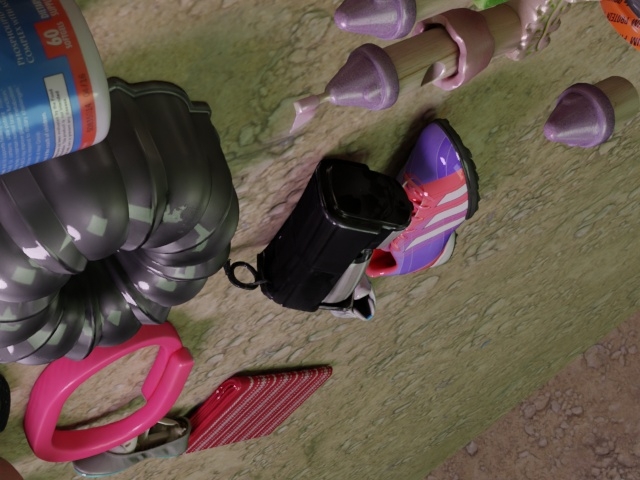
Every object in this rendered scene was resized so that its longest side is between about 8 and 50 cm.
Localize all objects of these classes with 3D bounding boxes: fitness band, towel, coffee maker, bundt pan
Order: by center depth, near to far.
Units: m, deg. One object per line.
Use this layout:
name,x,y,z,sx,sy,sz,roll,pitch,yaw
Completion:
bundt pan,-0.218,0.007,0.999,0.331,0.124,0.331,-26,157,-12
coffee maker,0.000,0.000,1.260,0.171,0.120,0.178,-14,150,-35
fitness band,-0.283,0.202,1.404,0.209,0.054,0.291,-13,150,-32
towel,-0.117,0.281,1.792,0.199,0.031,0.275,-46,155,25

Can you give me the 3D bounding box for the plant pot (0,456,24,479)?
plant pot,-0.490,0.378,1.289,0.274,0.256,0.256,-29,163,-52

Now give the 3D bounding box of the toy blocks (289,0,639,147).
toy blocks,0.124,-0.197,0.776,0.260,0.309,0.288,-25,156,-31

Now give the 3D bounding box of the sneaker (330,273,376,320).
sneaker,0.048,0.089,1.548,0.071,0.083,0.190,-31,158,-7

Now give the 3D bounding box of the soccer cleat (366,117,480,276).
soccer cleat,0.121,-0.039,1.360,0.116,0.108,0.318,-22,158,-13

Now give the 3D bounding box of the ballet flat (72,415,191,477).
ballet flat,-0.281,0.300,1.600,0.213,0.072,0.068,-2,115,-51

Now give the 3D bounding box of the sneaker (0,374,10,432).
sneaker,-0.415,0.178,1.190,0.082,0.069,0.209,0,168,8

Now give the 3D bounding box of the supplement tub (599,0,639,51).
supplement tub,0.417,-0.332,1.005,0.207,0.207,0.338,-18,152,-31

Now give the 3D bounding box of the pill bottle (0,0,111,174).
pill bottle,-0.269,-0.094,0.730,0.222,0.124,0.124,-22,155,-24
